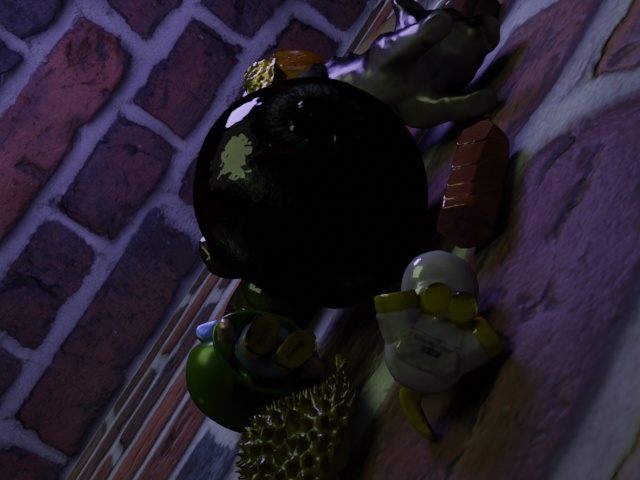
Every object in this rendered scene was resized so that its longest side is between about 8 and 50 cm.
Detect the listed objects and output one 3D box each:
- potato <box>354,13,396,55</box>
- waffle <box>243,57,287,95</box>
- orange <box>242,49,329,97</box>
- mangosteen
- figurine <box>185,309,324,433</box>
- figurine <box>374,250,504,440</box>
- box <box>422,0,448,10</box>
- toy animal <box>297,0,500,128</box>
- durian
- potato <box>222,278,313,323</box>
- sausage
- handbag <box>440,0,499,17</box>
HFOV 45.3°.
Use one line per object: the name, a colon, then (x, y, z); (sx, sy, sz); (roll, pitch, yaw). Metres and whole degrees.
potato: (0.122, -0.351, 1.647); (0.299, 0.116, 0.239); (-54, 14, -7)
waffle: (-0.054, -0.127, 1.194); (0.057, 0.219, 0.229); (-9, 60, 21)
orange: (-0.042, -0.203, 1.424); (0.310, 0.274, 0.274); (-35, 5, -18)
mangosteen: (-0.011, -0.051, 0.962); (0.300, 0.300, 0.300); (-52, 12, 16)
figurine: (-0.079, 0.151, 0.915); (0.263, 0.162, 0.143); (127, 163, -65)
figurine: (0.089, 0.077, 0.668); (0.178, 0.109, 0.130); (-81, 6, -72)
box: (0.285, -0.502, 1.510); (0.259, 0.071, 0.168); (-50, 12, 33)
toy animal: (0.110, -0.251, 1.158); (0.344, 0.194, 0.303); (-24, 23, 27)
durian: (-0.017, 0.185, 0.761); (0.146, 0.102, 0.208); (-51, 7, 50)
potato: (-0.097, 0.112, 1.243); (0.251, 0.113, 0.149); (-43, 26, 40)
sausage: (0.164, -0.068, 0.809); (0.065, 0.065, 0.169); (-45, 15, 43)
handbag: (0.227, -0.359, 1.353); (0.193, 0.072, 0.151); (-41, 18, 56)
